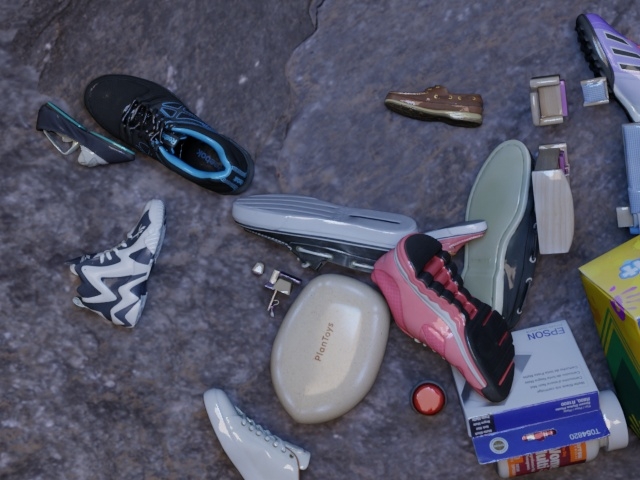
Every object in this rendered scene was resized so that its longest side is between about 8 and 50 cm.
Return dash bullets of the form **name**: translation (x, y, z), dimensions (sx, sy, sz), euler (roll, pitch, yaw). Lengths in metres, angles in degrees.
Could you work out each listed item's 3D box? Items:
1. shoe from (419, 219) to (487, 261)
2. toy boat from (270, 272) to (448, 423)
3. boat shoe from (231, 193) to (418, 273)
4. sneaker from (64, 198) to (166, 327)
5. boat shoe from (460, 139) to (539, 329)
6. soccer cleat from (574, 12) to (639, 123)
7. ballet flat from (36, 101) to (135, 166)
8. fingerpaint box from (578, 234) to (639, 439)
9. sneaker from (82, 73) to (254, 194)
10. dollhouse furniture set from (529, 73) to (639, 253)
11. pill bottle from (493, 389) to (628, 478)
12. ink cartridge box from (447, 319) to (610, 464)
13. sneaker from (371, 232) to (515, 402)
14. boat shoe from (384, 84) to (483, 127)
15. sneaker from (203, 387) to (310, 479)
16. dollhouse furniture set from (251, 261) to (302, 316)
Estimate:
- **shoe**: translation (0.215, 0.019, 1.483), dimensions (0.178, 0.063, 0.081), euler (-14, 93, 34)
- **toy boat**: translation (0.072, 0.220, 1.483), dimensions (0.318, 0.148, 0.267), euler (26, 85, 11)
- **boat shoe**: translation (0.000, 0.000, 1.487), dimensions (0.335, 0.121, 0.119), euler (12, 114, 16)
- **sneaker**: translation (-0.370, 0.026, 1.519), dimensions (0.153, 0.094, 0.234), euler (16, 100, -5)
- **boat shoe**: translation (0.329, 0.001, 1.484), dimensions (0.113, 0.127, 0.339), euler (9, 87, -37)
- **soccer cleat**: translation (0.556, -0.271, 1.469), dimensions (0.116, 0.108, 0.318), euler (-34, 92, 14)
- **ballet flat**: translation (-0.429, -0.175, 1.541), dimensions (0.203, 0.074, 0.074), euler (31, 90, 9)
- **fingerpaint box**: translation (0.671, 0.109, 1.339), dimensions (0.445, 0.163, 0.371), euler (-29, 121, -3)
- **sneaker**: translation (-0.272, -0.199, 1.498), dimensions (0.341, 0.139, 0.125), euler (29, 93, 5)
- **dollhouse furniture set**: translation (0.499, -0.129, 1.363), dimensions (0.304, 0.198, 0.286), euler (-5, 107, 18)
- **pill bottle**: translation (0.400, 0.327, 1.463), dimensions (0.221, 0.121, 0.121), euler (-12, 88, 3)
- **ink cartridge box**: translation (0.342, 0.249, 1.435), dimensions (0.224, 0.045, 0.224), euler (-14, 43, 2)
- **sneaker**: translation (0.202, 0.134, 1.413), dimensions (0.116, 0.136, 0.313), euler (-38, 94, -43)
- **boat shoe**: translation (0.202, -0.244, 1.517), dimensions (0.178, 0.064, 0.060), euler (9, 84, -3)
- **sneaker**: translation (-0.095, 0.364, 1.502), dimensions (0.123, 0.106, 0.290), euler (-32, 98, -2)
- **dollhouse furniture set**: translation (-0.092, 0.094, 1.497), dimensions (0.091, 0.114, 0.081), euler (23, 94, 1)
